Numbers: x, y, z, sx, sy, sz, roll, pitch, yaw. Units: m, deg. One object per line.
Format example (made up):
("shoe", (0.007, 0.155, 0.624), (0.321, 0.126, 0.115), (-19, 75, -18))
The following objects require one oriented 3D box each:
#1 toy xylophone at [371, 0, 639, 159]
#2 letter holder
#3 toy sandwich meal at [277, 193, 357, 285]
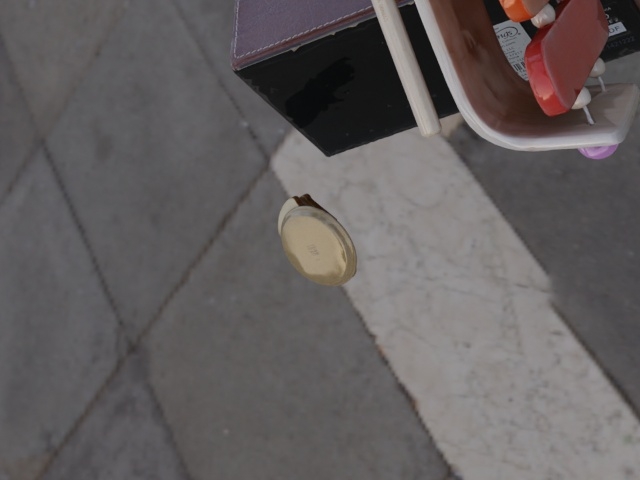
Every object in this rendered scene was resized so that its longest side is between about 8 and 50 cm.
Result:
("toy xylophone", (0.082, -0.181, 0.730), (0.081, 0.322, 0.236), (-18, 22, 25))
("letter holder", (0.094, -0.232, 1.069), (0.302, 0.152, 0.214), (-17, 56, 27))
("toy sandwich meal", (0.000, 0.000, 1.114), (0.086, 0.029, 0.085), (21, 131, 27))
